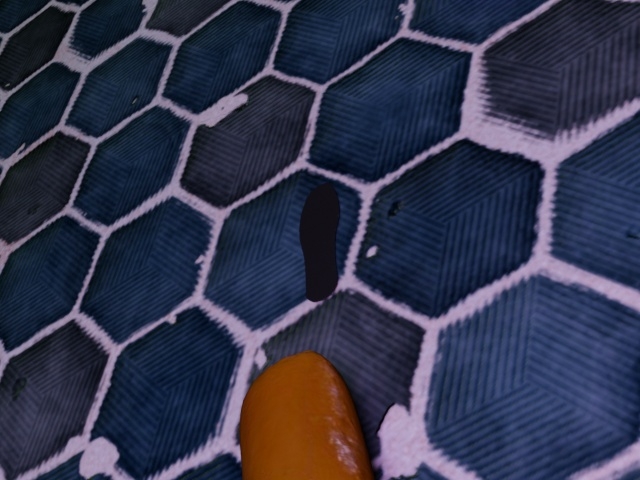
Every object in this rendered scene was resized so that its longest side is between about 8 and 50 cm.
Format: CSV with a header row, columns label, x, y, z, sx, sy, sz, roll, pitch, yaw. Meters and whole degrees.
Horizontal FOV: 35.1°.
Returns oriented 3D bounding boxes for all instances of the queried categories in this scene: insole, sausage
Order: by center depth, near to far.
label,x,y,z,sx,sy,sz,roll,pitch,yaw
sausage,-0.005,0.180,0.690,0.098,0.098,0.238,-30,40,17
insole,0.000,0.000,0.904,0.045,0.002,0.135,-26,43,23
